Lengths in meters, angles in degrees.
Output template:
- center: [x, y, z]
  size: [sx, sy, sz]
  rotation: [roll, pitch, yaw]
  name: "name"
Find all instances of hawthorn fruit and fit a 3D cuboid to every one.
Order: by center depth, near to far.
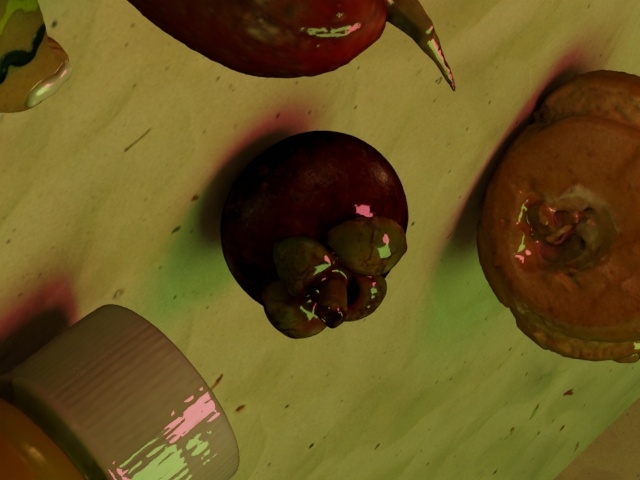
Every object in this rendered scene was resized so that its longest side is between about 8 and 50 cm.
- center: [-0.029, -0.233, 1.056]
  size: [0.258, 0.262, 0.258]
  rotation: [-25, 136, -26]
  name: "hawthorn fruit"

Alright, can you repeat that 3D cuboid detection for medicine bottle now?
- center: [-0.265, 0.233, 1.359]
  size: [0.384, 0.224, 0.224]
  rotation: [-38, 154, -25]
  name: "medicine bottle"

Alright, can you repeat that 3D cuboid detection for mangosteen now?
- center: [0.000, 0.000, 1.526]
  size: [0.200, 0.200, 0.200]
  rotation: [-39, 155, -23]
  name: "mangosteen"

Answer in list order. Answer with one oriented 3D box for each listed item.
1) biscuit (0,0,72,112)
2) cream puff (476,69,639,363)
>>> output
- center: [-0.225, -0.149, 1.104]
  size: [0.158, 0.035, 0.240]
  rotation: [-41, 156, -26]
  name: "biscuit"
- center: [0.350, -0.026, 2.007]
  size: [0.231, 0.327, 0.343]
  rotation: [-4, 91, -57]
  name: "cream puff"
